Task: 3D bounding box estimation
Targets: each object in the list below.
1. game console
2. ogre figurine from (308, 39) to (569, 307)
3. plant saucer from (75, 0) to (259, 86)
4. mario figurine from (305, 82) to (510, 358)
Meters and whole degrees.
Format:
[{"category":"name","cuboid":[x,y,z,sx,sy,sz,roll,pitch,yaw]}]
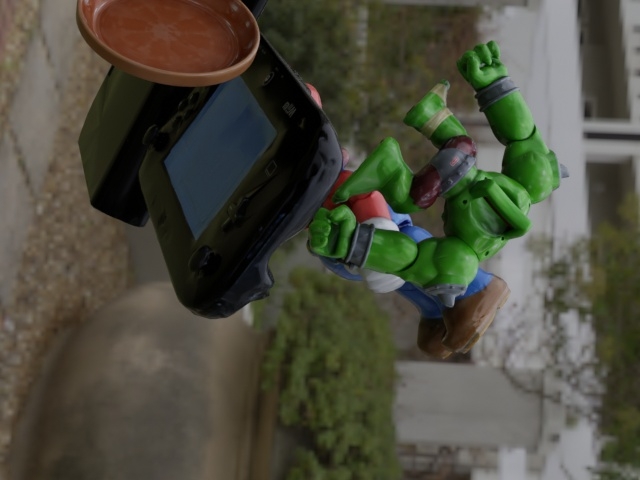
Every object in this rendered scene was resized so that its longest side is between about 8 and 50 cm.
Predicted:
[{"category":"game console","cuboid":[-0.056,-0.083,0.731,0.213,0.044,0.361,-60,-156,14]},{"category":"ogre figurine","cuboid":[0.092,-0.037,0.980,0.197,0.118,0.097,-46,179,-34]},{"category":"plant saucer","cuboid":[-0.069,-0.096,0.625,0.083,0.083,0.013,-84,-170,-49]},{"category":"mario figurine","cuboid":[0.000,0.000,1.243,0.198,0.320,0.170,-50,180,42]}]
